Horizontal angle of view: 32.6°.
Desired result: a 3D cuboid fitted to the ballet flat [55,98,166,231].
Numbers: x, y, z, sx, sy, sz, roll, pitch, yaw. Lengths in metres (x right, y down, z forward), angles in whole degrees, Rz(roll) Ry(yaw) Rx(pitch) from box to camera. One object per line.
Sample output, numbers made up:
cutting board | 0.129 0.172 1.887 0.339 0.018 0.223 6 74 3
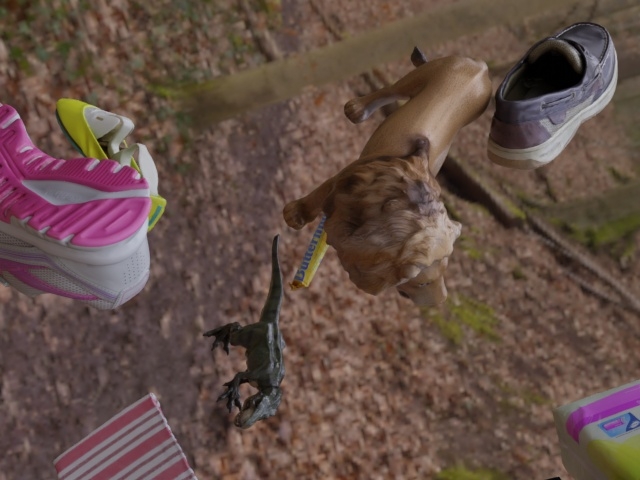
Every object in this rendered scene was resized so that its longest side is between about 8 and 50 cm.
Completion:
ballet flat | -0.257 -0.110 1.378 0.077 0.077 0.231 10 43 -55

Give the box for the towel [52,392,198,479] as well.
towel | -0.213 0.277 1.230 0.197 0.144 0.029 52 -7 44

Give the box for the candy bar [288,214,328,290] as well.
candy bar | 0.000 0.000 1.478 0.018 0.040 0.161 36 68 -24

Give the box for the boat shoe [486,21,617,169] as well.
boat shoe | 0.274 -0.188 1.259 0.285 0.102 0.092 -47 145 -39

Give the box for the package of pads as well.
package of pads | 0.419 0.240 1.185 0.296 0.229 0.101 -128 -156 -71

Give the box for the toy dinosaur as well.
toy dinosaur | -0.081 0.125 1.271 0.064 0.118 0.268 30 40 -28

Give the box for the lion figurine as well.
lion figurine | 0.101 -0.102 1.192 0.142 0.240 0.392 33 63 -20

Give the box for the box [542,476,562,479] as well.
box | 0.117 0.376 1.146 0.322 0.257 0.079 3 38 -47

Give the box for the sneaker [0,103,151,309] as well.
sneaker | -0.225 -0.018 0.807 0.103 0.252 0.111 -41 144 -33
